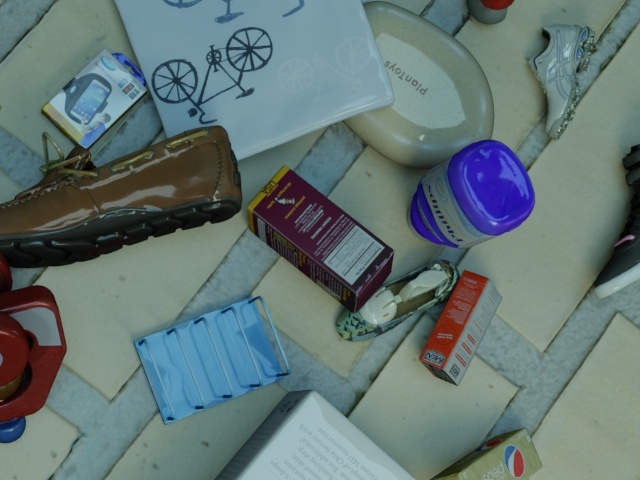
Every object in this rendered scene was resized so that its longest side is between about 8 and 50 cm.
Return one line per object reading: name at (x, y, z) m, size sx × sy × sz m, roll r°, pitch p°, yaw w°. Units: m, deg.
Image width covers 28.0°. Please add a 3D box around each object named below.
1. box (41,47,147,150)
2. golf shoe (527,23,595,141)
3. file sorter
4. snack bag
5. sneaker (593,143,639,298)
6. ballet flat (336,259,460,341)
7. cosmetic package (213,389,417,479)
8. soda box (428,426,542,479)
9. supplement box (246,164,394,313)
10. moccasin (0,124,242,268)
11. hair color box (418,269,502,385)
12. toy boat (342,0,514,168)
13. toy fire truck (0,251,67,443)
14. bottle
box at (-0.296, -0.192, 1.709) m, size 0.081 × 0.028 × 0.136 m, roll 44°, pitch 77°, yaw -4°
golf shoe at (0.336, -0.229, 1.845) m, size 0.086 × 0.069 × 0.176 m, roll 14°, pitch 76°, yaw 10°
file sorter at (-0.137, 0.153, 1.657) m, size 0.170 × 0.104 × 0.118 m, roll -20°, pitch 88°, yaw -15°
snack bag at (-0.089, -0.279, 1.699) m, size 0.323 × 0.037 × 0.342 m, roll -21°, pitch 83°, yaw 5°
sneaker at (0.456, -0.048, 1.820) m, size 0.296 × 0.104 × 0.147 m, roll -40°, pitch 90°, yaw -20°
ballet flat at (0.106, 0.076, 1.740) m, size 0.188 × 0.070 × 0.070 m, roll -27°, pitch 89°, yaw -16°
cosmetic package at (-0.085, 0.429, 1.600) m, size 0.230 × 0.161 × 0.453 m, roll 43°, pitch 76°, yaw -4°
soda box at (0.218, 0.308, 1.689) m, size 0.181 × 0.058 × 0.061 m, roll -19°, pitch 85°, yaw -51°
supplement box at (0.000, 0.000, 1.686) m, size 0.188 × 0.104 × 0.081 m, roll 38°, pitch 76°, yaw 11°
moccasin at (-0.293, -0.062, 1.623) m, size 0.380 × 0.139 × 0.147 m, roll -16°, pitch 75°, yaw 4°
hair color box at (0.192, 0.119, 1.746) m, size 0.043 × 0.072 × 0.141 m, roll 20°, pitch 74°, yaw 32°
toy boat at (0.163, -0.251, 1.772) m, size 0.267 × 0.148 × 0.318 m, roll 42°, pitch 83°, yaw 1°
toy fire truck at (-0.457, 0.161, 1.542) m, size 0.302 × 0.254 × 0.169 m, roll -14°, pitch 42°, yaw -15°
bottle at (0.182, -0.050, 1.662) m, size 0.092 × 0.283 × 0.118 m, roll -29°, pitch 90°, yaw -15°
